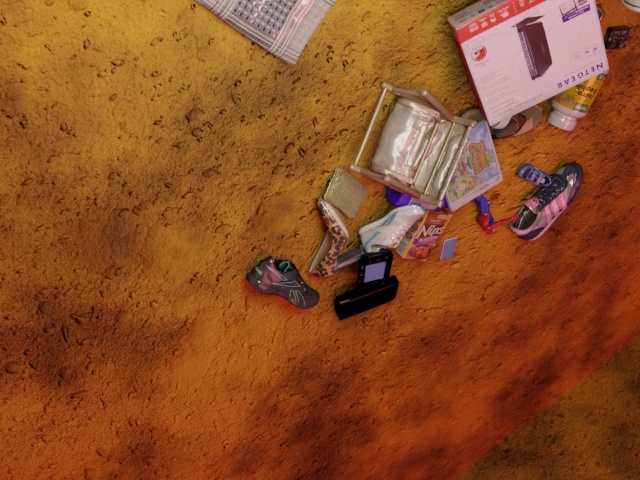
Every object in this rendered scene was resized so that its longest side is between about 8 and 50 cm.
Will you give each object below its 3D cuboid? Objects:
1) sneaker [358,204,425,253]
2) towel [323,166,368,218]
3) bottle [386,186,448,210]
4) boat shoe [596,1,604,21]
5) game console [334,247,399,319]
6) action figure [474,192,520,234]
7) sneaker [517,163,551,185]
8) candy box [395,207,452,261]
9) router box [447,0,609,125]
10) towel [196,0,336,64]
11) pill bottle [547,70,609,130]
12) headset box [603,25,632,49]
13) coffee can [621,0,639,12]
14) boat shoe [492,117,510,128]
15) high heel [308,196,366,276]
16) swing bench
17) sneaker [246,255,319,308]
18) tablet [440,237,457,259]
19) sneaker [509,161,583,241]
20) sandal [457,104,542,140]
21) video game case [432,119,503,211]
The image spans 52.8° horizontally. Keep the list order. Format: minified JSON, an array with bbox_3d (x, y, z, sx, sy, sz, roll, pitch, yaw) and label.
[{"bbox_3d":[0.221,-0.032,1.920,0.228,0.092,0.087,-32,152,32],"label":"sneaker"},{"bbox_3d":[0.073,-0.135,1.834,0.148,0.027,0.110,33,82,-43],"label":"towel"},{"bbox_3d":[0.336,-0.151,1.955,0.282,0.092,0.118,2,121,-33],"label":"bottle"},{"bbox_3d":[0.686,-0.615,1.809,0.304,0.091,0.109,-13,130,-22],"label":"boat shoe"},{"bbox_3d":[0.150,0.134,2.023,0.213,0.044,0.361,-20,151,-11],"label":"game console"},{"bbox_3d":[0.564,-0.129,2.109,0.139,0.091,0.280,-26,134,0],"label":"action figure"},{"bbox_3d":[0.721,-0.217,2.161,0.144,0.059,0.053,8,122,-34],"label":"sneaker"},{"bbox_3d":[0.332,-0.025,2.079,0.109,0.053,0.187,8,118,-35],"label":"candy box"},{"bbox_3d":[0.530,-0.499,1.634,0.335,0.082,0.301,-25,126,11],"label":"router box"},{"bbox_3d":[-0.075,-0.581,1.398,0.312,0.056,0.324,25,108,-41],"label":"towel"},{"bbox_3d":[0.783,-0.450,1.977,0.117,0.118,0.209,0,124,-31],"label":"pill bottle"},{"bbox_3d":[0.915,-0.625,1.982,0.083,0.032,0.062,-14,130,-23],"label":"headset box"},{"bbox_3d":[0.926,-0.792,1.742,0.201,0.201,0.275,-30,135,-8],"label":"coffee can"},{"bbox_3d":[0.481,-0.460,1.780,0.104,0.113,0.307,-7,119,-17],"label":"boat shoe"},{"bbox_3d":[0.000,0.000,1.888,0.186,0.093,0.261,-24,124,15],"label":"high heel"},{"bbox_3d":[0.251,-0.256,1.737,0.254,0.165,0.253,18,96,-43],"label":"swing bench"},{"bbox_3d":[-0.088,0.125,1.907,0.267,0.101,0.106,24,107,-41],"label":"sneaker"},{"bbox_3d":[0.441,0.028,2.218,0.054,0.006,0.083,-13,129,-22],"label":"tablet"},{"bbox_3d":[0.777,-0.137,2.221,0.131,0.112,0.319,12,115,-40],"label":"sneaker"},{"bbox_3d":[0.542,-0.345,1.932,0.302,0.086,0.120,-13,127,-21],"label":"sandal"},{"bbox_3d":[0.434,-0.219,1.899,0.193,0.023,0.212,-31,121,-10],"label":"video game case"}]
